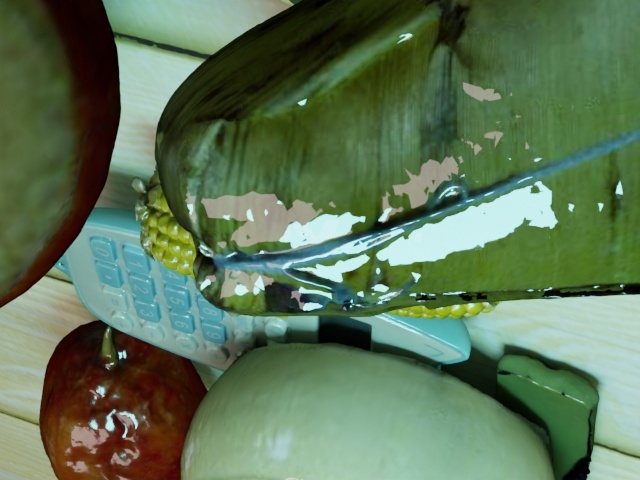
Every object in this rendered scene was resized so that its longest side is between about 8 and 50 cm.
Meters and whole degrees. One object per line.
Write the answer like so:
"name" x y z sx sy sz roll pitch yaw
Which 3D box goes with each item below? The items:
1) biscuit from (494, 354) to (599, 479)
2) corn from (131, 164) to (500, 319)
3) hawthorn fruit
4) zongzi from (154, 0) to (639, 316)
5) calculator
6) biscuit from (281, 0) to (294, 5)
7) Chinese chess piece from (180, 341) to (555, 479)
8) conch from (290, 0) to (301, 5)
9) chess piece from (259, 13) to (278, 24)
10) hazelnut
"biscuit" 0.202 0.188 1.547 0.099 0.038 0.322 23 156 17
"corn" 0.000 0.000 1.301 0.305 0.106 0.106 11 152 25
"hawthorn fruit" -0.204 0.169 1.736 0.189 0.189 0.251 17 150 21
"zongzi" 0.077 -0.131 0.737 0.322 0.160 0.361 -5 124 -2
"calculator" -0.057 0.065 1.502 0.386 0.054 0.256 14 154 7
"biscuit" -0.024 -0.230 0.872 0.296 0.102 0.296 23 157 10
"Chinese chess piece" 0.043 0.217 1.513 0.338 0.141 0.338 15 155 7
"conch" -0.017 -0.166 0.820 0.065 0.088 0.180 -25 132 3
"chess piece" 0.082 -0.072 1.005 0.299 0.195 0.194 -15 134 43
"hazelnut" -0.335 -0.118 1.125 0.409 0.359 0.359 47 150 -22
